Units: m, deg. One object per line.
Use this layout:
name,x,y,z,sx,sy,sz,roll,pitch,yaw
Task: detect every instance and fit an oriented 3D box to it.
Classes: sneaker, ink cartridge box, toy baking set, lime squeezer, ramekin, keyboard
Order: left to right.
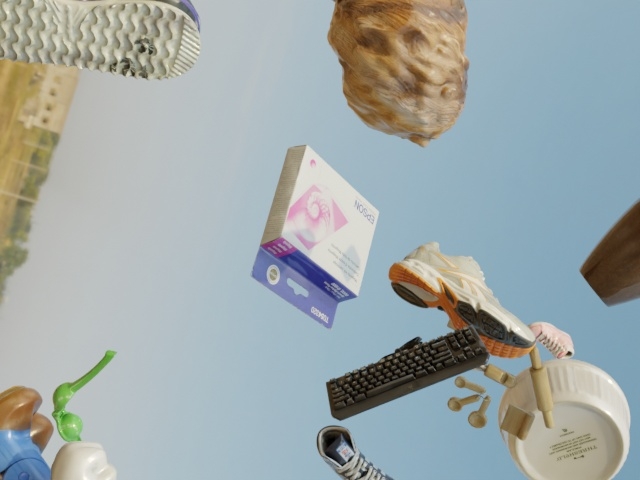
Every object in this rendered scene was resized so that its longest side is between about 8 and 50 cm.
sneaker,-0.271,-0.258,0.834,0.146,0.293,0.102,-93,-160,-51
lime squeezer,-0.441,0.323,1.443,0.059,0.110,0.310,-108,-154,-64
ink cartridge box,0.000,0.000,1.816,0.071,0.324,0.330,-4,-119,37
sneaker,0.098,0.555,1.874,0.282,0.153,0.099,34,-111,33
keyboard,0.092,0.139,0.870,0.108,0.180,0.023,-100,169,-75
sneaker,0.249,0.084,1.283,0.121,0.262,0.099,-43,158,-33
toy baking set,0.312,0.252,1.397,0.030,0.197,0.256,-47,129,-59
sneaker,0.558,0.245,1.877,0.051,0.134,0.070,-52,-154,35
ramekin,0.500,0.389,1.592,0.273,0.273,0.127,-64,178,20

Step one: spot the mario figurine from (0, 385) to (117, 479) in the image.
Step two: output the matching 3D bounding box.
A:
mario figurine,-0.195,0.279,0.736,0.170,0.320,0.198,-43,164,8

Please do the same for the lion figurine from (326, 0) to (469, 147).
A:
lion figurine,0.099,-0.312,0.798,0.142,0.240,0.392,-99,-147,-83

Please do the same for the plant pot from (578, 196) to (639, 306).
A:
plant pot,0.700,0.038,1.726,0.230,0.215,0.215,-38,-148,17
